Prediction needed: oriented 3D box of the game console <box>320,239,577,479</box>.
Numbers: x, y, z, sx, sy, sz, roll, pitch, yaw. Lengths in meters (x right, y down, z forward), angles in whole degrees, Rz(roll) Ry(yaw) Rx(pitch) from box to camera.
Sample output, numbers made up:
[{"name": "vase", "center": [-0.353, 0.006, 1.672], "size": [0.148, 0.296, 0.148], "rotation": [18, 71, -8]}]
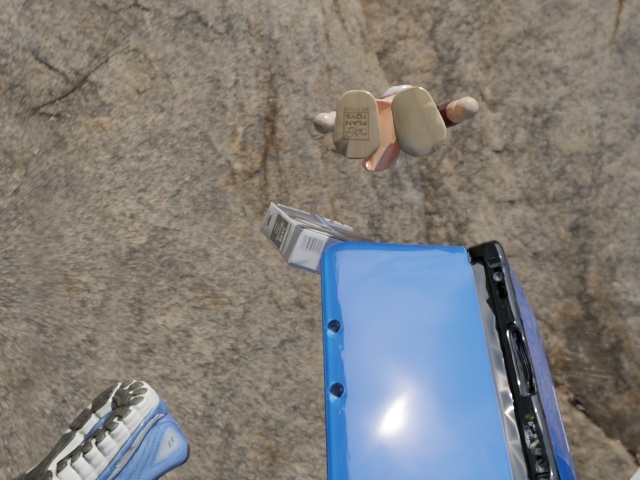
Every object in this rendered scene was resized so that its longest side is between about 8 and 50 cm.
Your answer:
[{"name": "game console", "center": [0.132, 0.157, 0.697], "size": [0.250, 0.174, 0.293], "rotation": [52, 28, -45]}]

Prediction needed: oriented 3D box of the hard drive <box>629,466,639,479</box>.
[{"name": "hard drive", "center": [0.626, 0.393, 1.144], "size": [0.040, 0.307, 0.203], "rotation": [39, 89, 0]}]

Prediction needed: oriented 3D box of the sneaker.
[{"name": "sneaker", "center": [-0.279, 0.319, 0.794], "size": [0.330, 0.130, 0.147], "rotation": [-43, 114, -11]}]

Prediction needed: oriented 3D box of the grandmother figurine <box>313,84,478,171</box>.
[{"name": "grandmother figurine", "center": [0.096, -0.153, 0.923], "size": [0.208, 0.342, 0.103], "rotation": [8, 102, 12]}]

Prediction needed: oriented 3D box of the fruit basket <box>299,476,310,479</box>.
[{"name": "fruit basket", "center": [0.086, 0.631, 1.275], "size": [0.165, 0.353, 0.327], "rotation": [-37, 127, 17]}]

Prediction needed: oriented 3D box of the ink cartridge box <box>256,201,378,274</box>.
[{"name": "ink cartridge box", "center": [0.000, 0.000, 1.165], "size": [0.166, 0.333, 0.065], "rotation": [16, 96, -17]}]
